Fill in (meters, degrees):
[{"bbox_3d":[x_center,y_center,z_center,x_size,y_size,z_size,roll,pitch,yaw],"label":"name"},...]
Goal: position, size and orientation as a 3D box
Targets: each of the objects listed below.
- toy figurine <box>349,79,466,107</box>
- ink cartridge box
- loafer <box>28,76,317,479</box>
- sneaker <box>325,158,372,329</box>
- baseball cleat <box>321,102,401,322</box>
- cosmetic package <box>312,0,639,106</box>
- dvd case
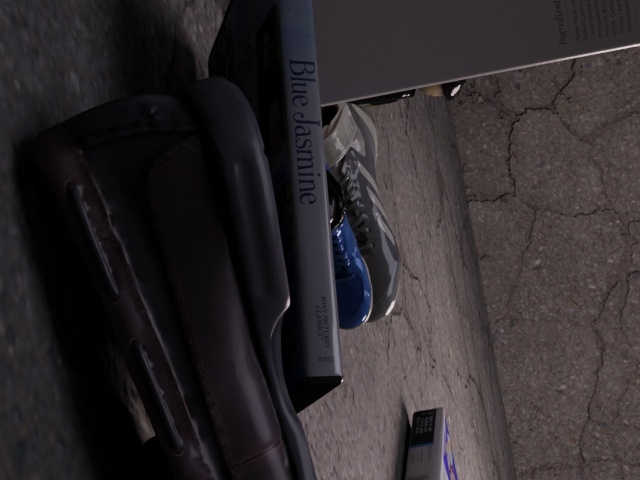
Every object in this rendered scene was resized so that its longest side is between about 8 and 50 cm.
[{"bbox_3d":[0.062,-0.253,1.155,0.209,0.148,0.213,68,17,-45],"label":"toy figurine"},{"bbox_3d":[0.135,0.328,1.283,0.206,0.045,0.208,-72,149,-66],"label":"ink cartridge box"},{"bbox_3d":[-0.060,0.082,0.523,0.109,0.095,0.303,-156,-124,-68],"label":"loafer"},{"bbox_3d":[-0.001,0.000,0.868,0.084,0.058,0.152,-48,123,-82],"label":"sneaker"},{"bbox_3d":[0.016,-0.033,1.002,0.109,0.072,0.206,31,44,-57],"label":"baseball cleat"},{"bbox_3d":[0.132,-0.224,0.934,0.197,0.365,0.155,-77,156,-67],"label":"cosmetic package"},{"bbox_3d":[-0.031,-0.028,0.634,0.180,0.022,0.253,130,-43,-66],"label":"dvd case"}]
